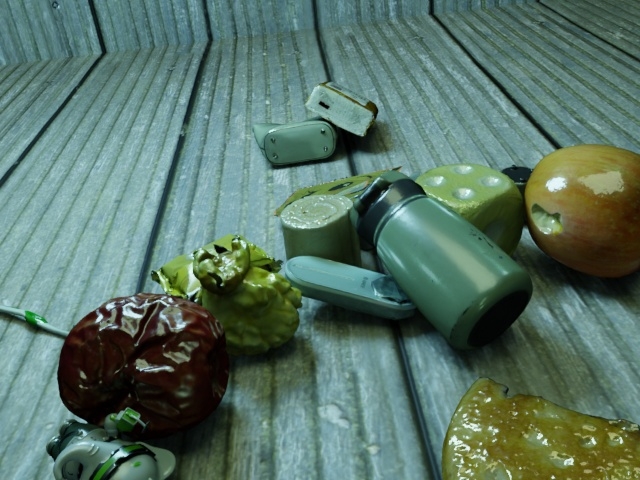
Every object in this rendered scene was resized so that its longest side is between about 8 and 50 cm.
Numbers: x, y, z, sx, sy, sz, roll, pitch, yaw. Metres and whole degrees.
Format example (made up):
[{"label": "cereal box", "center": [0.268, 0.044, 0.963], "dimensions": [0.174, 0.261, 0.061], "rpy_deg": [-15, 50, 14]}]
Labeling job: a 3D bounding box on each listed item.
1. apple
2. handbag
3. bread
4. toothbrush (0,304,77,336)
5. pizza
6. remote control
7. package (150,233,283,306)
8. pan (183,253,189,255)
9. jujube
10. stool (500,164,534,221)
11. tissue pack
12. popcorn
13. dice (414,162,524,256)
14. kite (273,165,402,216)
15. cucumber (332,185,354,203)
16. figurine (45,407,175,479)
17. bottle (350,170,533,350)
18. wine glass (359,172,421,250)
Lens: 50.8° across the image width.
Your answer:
[{"label": "apple", "center": [0.491, -0.052, 1.222], "dimensions": [0.241, 0.242, 0.242], "rpy_deg": [19, 39, 37]}, {"label": "handbag", "center": [-0.072, -0.313, 1.888], "dimensions": [0.242, 0.109, 0.315], "rpy_deg": [-7, 27, -3]}, {"label": "bread", "center": [0.000, 0.000, 1.308], "dimensions": [0.148, 0.141, 0.134], "rpy_deg": [-26, 32, -32]}, {"label": "toothbrush", "center": [-0.544, 0.150, 1.274], "dimensions": [0.304, 0.030, 0.030], "rpy_deg": [9, 34, 27]}, {"label": "pizza", "center": [0.282, 0.299, 0.775], "dimensions": [0.278, 0.113, 0.408], "rpy_deg": [-14, 32, -12]}, {"label": "remote control", "center": [0.056, 0.083, 1.193], "dimensions": [0.248, 0.052, 0.104], "rpy_deg": [14, 25, 7]}, {"label": "package", "center": [-0.198, 0.062, 1.290], "dimensions": [0.226, 0.090, 0.168], "rpy_deg": [-27, 39, -26]}, {"label": "pan", "center": [-0.247, 0.045, 1.389], "dimensions": [0.115, 0.023, 0.068], "rpy_deg": [-18, 32, -13]}, {"label": "jujube", "center": [-0.254, 0.178, 0.987], "dimensions": [0.232, 0.212, 0.213], "rpy_deg": [-2, 31, 9]}, {"label": "stool", "center": [0.412, -0.098, 1.418], "dimensions": [0.096, 0.110, 0.096], "rpy_deg": [-3, 35, 2]}, {"label": "tissue pack", "center": [0.067, -0.367, 1.854], "dimensions": [0.183, 0.091, 0.226], "rpy_deg": [30, 15, -1]}, {"label": "popcorn", "center": [-0.122, 0.095, 1.115], "dimensions": [0.169, 0.195, 0.173], "rpy_deg": [-5, 25, 19]}, {"label": "dice", "center": [0.273, -0.041, 1.292], "dimensions": [0.166, 0.169, 0.169], "rpy_deg": [-22, 35, -26]}, {"label": "kite", "center": [0.048, -0.112, 1.501], "dimensions": [0.328, 0.013, 0.378], "rpy_deg": [-24, 15, -18]}, {"label": "cucumber", "center": [0.066, -0.087, 1.538], "dimensions": [0.039, 0.039, 0.168], "rpy_deg": [-18, 28, -18]}, {"label": "figurine", "center": [-0.277, 0.302, 0.880], "dimensions": [0.193, 0.126, 0.147], "rpy_deg": [26, 59, 25]}, {"label": "bottle", "center": [0.184, 0.016, 1.139], "dimensions": [0.169, 0.168, 0.347], "rpy_deg": [-22, 51, -24]}, {"label": "wine glass", "center": [0.151, -0.069, 1.429], "dimensions": [0.103, 0.103, 0.222], "rpy_deg": [21, 41, 38]}]
